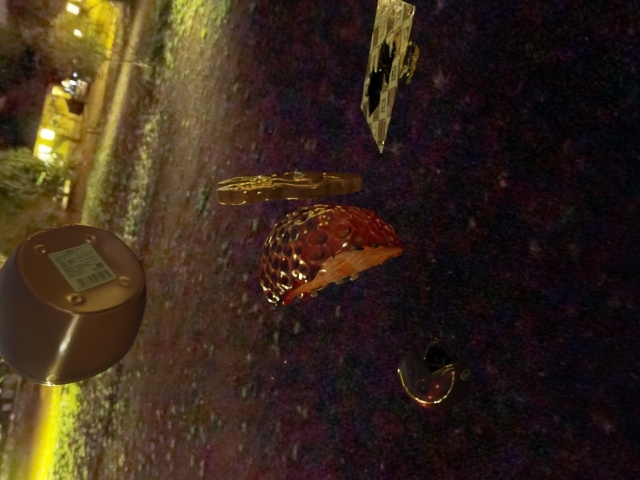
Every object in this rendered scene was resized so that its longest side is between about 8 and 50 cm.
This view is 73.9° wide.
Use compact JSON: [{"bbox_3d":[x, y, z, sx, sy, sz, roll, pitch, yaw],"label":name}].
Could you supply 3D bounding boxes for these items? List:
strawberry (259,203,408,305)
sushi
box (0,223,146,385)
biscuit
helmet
[{"bbox_3d":[-0.012,0.008,0.718,0.253,0.280,0.150,-28,76,23],"label":"strawberry"},{"bbox_3d":[0.163,-0.386,0.955,0.294,0.059,0.292,-98,12,-52],"label":"sushi"},{"bbox_3d":[-0.521,0.123,0.904,0.216,0.301,0.301,-51,42,34],"label":"box"},{"bbox_3d":[-0.062,-0.116,0.869,0.186,0.295,0.044,-127,33,-67],"label":"biscuit"},{"bbox_3d":[0.337,0.397,1.254,0.216,0.189,0.193,-24,76,43],"label":"helmet"}]
